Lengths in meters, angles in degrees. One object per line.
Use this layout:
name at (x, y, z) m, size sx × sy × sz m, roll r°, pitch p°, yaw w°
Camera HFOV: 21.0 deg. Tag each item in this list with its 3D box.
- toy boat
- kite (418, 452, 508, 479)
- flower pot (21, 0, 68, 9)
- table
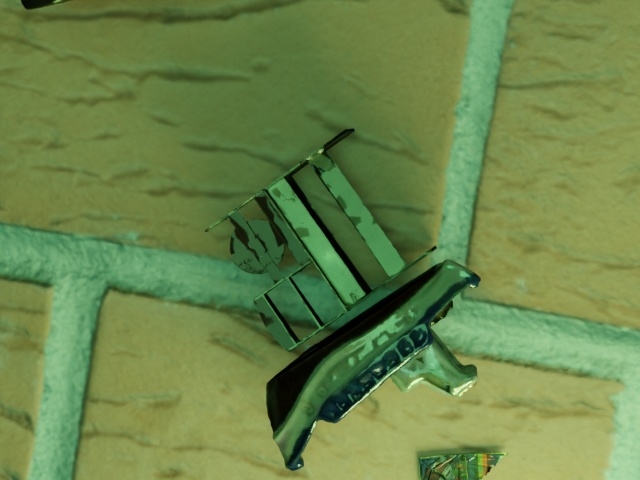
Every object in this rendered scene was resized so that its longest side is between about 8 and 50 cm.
toy boat at (0.060, 0.129, 1.659) m, size 0.262 × 0.114 × 0.115 m, roll -34°, pitch 93°, yaw 10°
kite at (0.132, 0.245, 1.710) m, size 0.090 × 0.004 × 0.122 m, roll 34°, pitch 98°, yaw 5°
flower pot at (-0.221, -0.366, 1.610) m, size 0.266 × 0.266 × 0.267 m, roll -12°, pitch 103°, yaw 10°
table at (0.000, 0.000, 1.684) m, size 0.175 × 0.062 × 0.146 m, roll -35°, pitch 88°, yaw 9°
